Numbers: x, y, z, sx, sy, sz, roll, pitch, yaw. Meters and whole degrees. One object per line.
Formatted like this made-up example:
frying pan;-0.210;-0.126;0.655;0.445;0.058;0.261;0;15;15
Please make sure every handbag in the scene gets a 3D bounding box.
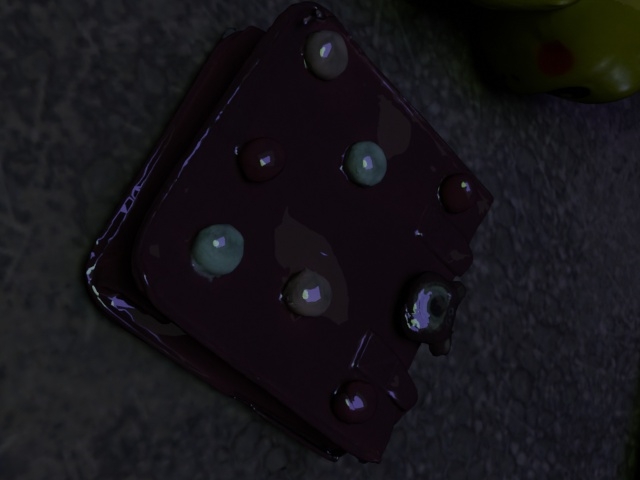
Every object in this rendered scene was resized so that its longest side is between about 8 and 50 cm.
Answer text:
handbag;0.002;0.000;0.429;0.216;0.074;0.203;41;64;-27

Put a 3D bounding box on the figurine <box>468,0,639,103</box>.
figurine;0.159;-0.210;0.517;0.169;0.218;0.327;-41;125;11
